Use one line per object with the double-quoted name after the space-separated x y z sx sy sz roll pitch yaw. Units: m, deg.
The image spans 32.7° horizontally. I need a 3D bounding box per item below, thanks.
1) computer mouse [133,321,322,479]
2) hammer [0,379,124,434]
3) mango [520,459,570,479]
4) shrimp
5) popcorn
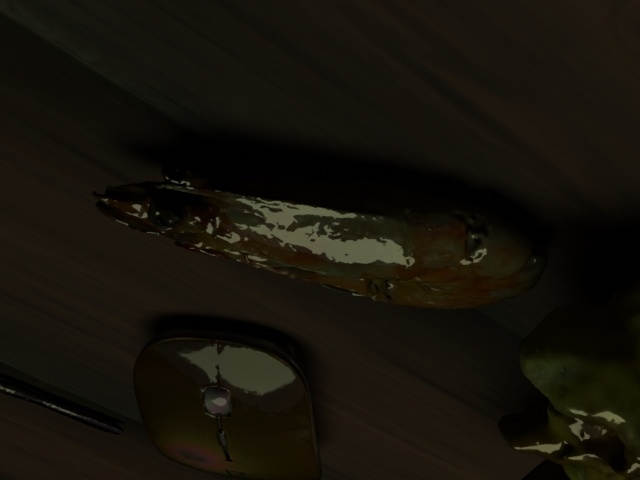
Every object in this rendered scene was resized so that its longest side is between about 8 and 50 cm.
-0.078 0.170 1.017 0.158 0.071 0.310 6 149 7 "computer mouse"
-0.288 0.171 1.148 0.178 0.021 0.065 26 148 -28 "hammer"
0.343 0.287 0.851 0.445 0.301 0.220 -4 154 6 "mango"
0.000 0.001 0.706 0.294 0.062 0.154 14 156 -7 "shrimp"
0.242 0.109 0.669 0.266 0.192 0.233 5 149 -11 "popcorn"
